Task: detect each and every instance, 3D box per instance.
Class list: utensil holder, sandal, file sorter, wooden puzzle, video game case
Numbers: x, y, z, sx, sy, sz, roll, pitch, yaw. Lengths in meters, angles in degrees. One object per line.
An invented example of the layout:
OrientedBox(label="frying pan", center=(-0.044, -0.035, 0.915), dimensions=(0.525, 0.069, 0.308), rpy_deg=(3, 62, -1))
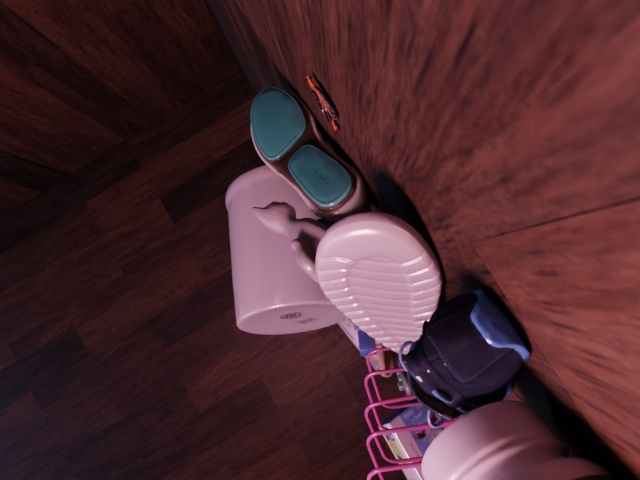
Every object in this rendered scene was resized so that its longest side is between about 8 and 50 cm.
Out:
OrientedBox(label="utensil holder", center=(-0.092, 0.035, 1.128), dimensions=(0.327, 0.327, 0.385), rpy_deg=(57, -157, -62))
OrientedBox(label="sandal", center=(0.108, 0.070, 0.630), dimensions=(0.416, 0.169, 0.102), rpy_deg=(59, -148, -49))
OrientedBox(label="file sorter", center=(0.190, 0.367, 0.797), dimensions=(0.291, 0.182, 0.202), rpy_deg=(-80, -26, -62))
OrientedBox(label="wooden puzzle", center=(0.121, 0.166, 1.092), dimensions=(0.348, 0.080, 0.322), rpy_deg=(65, -164, -53))
OrientedBox(label="video game case", center=(0.317, 0.517, 1.041), dimensions=(0.244, 0.269, 0.061), rpy_deg=(60, 144, 16))

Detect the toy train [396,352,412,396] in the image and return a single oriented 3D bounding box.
OrientedBox(label="toy train", center=(0.259, 0.305, 1.114), dimensions=(0.334, 0.142, 0.190), rpy_deg=(39, -147, -79))

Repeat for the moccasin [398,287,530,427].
OrientedBox(label="moccasin", center=(0.155, 0.151, 0.507), dimensions=(0.138, 0.117, 0.342), rpy_deg=(59, -179, 35))

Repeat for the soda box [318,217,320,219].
OrientedBox(label="soda box", center=(0.058, -0.041, 0.917), dimensions=(0.286, 0.098, 0.091), rpy_deg=(60, -179, 35))

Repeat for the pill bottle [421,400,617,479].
OrientedBox(label="pill bottle", center=(0.205, 0.279, 0.307), dimensions=(0.161, 0.161, 0.283), rpy_deg=(58, -178, -33))

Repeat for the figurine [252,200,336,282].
OrientedBox(label="figurine", center=(0.000, 0.000, 0.734), dimensions=(0.215, 0.092, 0.209), rpy_deg=(18, -167, -47))

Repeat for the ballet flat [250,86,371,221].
OrientedBox(label="ballet flat", center=(-0.027, -0.160, 0.808), dimensions=(0.400, 0.139, 0.139), rpy_deg=(55, 179, 37))

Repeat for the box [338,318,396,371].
OrientedBox(label="box", center=(0.162, 0.261, 1.274), dimensions=(0.231, 0.056, 0.183), rpy_deg=(53, -138, -8))

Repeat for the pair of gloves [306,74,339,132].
OrientedBox(label="pair of gloves", center=(0.006, -0.199, 0.594), dimensions=(0.074, 0.010, 0.083), rpy_deg=(57, -176, 3))
